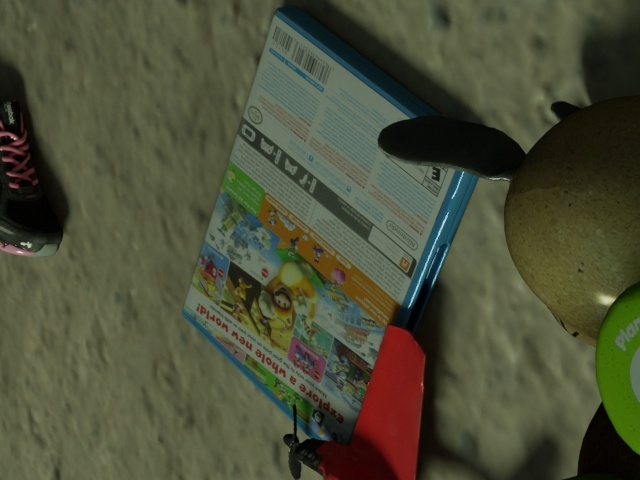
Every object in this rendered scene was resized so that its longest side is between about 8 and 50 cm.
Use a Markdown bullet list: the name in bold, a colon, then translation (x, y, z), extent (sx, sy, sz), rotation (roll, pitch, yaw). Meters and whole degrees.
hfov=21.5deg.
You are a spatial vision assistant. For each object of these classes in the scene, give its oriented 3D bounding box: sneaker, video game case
- **sneaker**: translation (-0.167, -0.043, 0.870), extent (0.119, 0.047, 0.057), rotation (49, 120, 23)
- **video game case**: translation (0.000, 0.000, 0.726), extent (0.119, 0.015, 0.166), rotation (40, 127, 30)

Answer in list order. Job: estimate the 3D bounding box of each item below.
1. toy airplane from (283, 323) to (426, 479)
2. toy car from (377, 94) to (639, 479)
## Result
- **toy airplane**: translation (0.040, 0.116, 0.696), extent (0.151, 0.028, 0.151), rotation (18, 119, 35)
- **toy car**: translation (0.101, 0.016, 0.537), extent (0.188, 0.155, 0.149), rotation (49, 132, 38)
